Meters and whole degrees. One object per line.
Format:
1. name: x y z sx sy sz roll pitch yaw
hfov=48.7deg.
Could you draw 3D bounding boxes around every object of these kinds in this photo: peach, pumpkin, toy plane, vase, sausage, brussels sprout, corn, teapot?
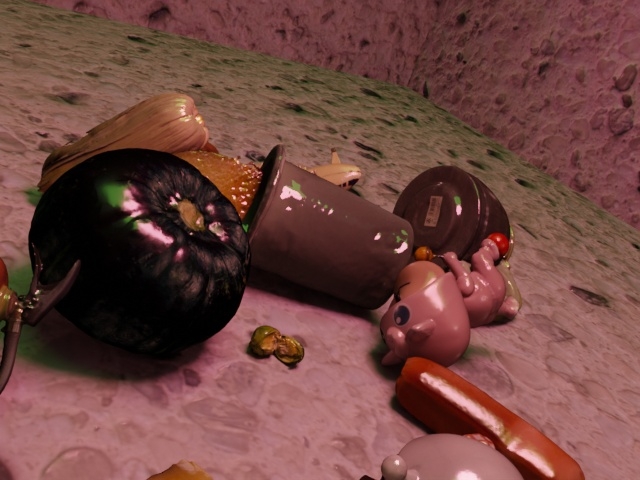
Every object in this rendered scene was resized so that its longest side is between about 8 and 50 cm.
1. peach: -0.227 -0.056 1.197 0.279 0.189 0.068 -23 -1 -10
2. pumpkin: -0.247 0.019 0.978 0.315 0.238 0.315 37 26 -22
3. toy plane: -0.045 -0.108 1.426 0.242 0.256 0.104 55 13 -62
4. vase: 0.000 0.000 1.263 0.291 0.245 0.245 25 22 -14
5. sausage: 0.236 0.272 1.017 0.300 0.084 0.089 35 26 24
6. brussels sprout: -0.066 0.159 1.066 0.083 0.046 0.051 27 18 -11
7. corn: -0.341 -0.148 1.233 0.123 0.305 0.122 54 8 -44
8. teapot: 0.326 0.001 1.502 0.239 0.240 0.321 20 14 -38

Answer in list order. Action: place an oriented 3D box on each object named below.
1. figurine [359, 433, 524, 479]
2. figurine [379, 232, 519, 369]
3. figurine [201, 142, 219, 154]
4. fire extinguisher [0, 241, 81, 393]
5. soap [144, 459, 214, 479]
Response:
1. figurine: 0.210 0.328 0.777 0.369 0.167 0.281 22 37 -11
2. figurine: 0.210 0.103 1.182 0.287 0.176 0.186 -26 63 -24
3. figurine: -0.259 -0.108 1.362 0.189 0.142 0.263 -7 27 -5
4. fire extinguisher: -0.472 0.076 0.769 0.375 0.201 0.113 11 4 -10
5. soap: -0.095 0.316 0.653 0.233 0.076 0.135 33 27 24
